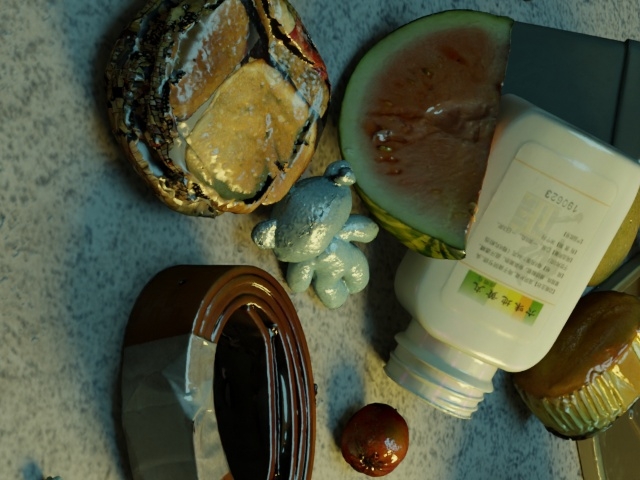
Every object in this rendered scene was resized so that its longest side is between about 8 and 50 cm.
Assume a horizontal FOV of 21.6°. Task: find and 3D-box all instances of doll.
[{"bbox_3d":[-0.003,-0.003,1.650,0.120,0.075,0.180,-41,150,-9],"label":"doll"}]

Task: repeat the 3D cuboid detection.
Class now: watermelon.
[{"bbox_3d":[0.101,-0.095,1.734,0.128,0.159,0.303,84,17,-55],"label":"watermelon"}]

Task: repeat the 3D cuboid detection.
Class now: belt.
[{"bbox_3d":[-0.090,0.151,1.504,0.184,0.105,0.261,-3,94,-51],"label":"belt"}]

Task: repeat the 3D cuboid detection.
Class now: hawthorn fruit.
[{"bbox_3d":[0.057,0.204,1.729,0.077,0.077,0.077,-2,92,-53],"label":"hawthorn fruit"}]

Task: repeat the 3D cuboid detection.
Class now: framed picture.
[{"bbox_3d":[0.437,0.250,2.264,0.326,0.028,0.446,-31,115,-49],"label":"framed picture"}]

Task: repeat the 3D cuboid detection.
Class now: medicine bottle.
[{"bbox_3d":[0.188,0.023,1.755,0.179,0.124,0.324,24,97,-24],"label":"medicine bottle"}]

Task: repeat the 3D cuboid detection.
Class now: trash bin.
[{"bbox_3d":[0.267,-0.146,1.865,0.101,0.236,0.177,113,-12,-77],"label":"trash bin"}]

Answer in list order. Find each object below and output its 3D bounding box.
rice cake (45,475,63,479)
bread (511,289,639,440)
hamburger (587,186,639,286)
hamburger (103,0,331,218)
[{"bbox_3d":[-0.210,0.252,1.415,0.022,0.021,0.121,-51,129,-52],"label":"rice cake"},{"bbox_3d":[0.323,0.143,2.008,0.190,0.132,0.114,-48,122,-22],"label":"bread"},{"bbox_3d":[0.302,-0.042,2.006,0.215,0.122,0.189,32,73,-53],"label":"hamburger"},{"bbox_3d":[-0.092,-0.128,1.497,0.231,0.106,0.231,-11,104,-53],"label":"hamburger"}]
